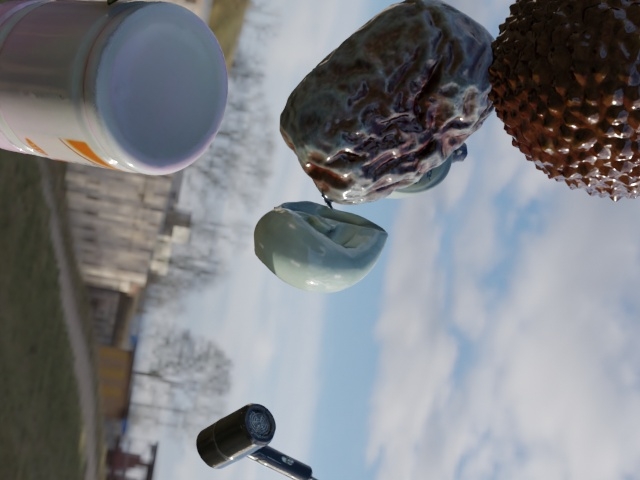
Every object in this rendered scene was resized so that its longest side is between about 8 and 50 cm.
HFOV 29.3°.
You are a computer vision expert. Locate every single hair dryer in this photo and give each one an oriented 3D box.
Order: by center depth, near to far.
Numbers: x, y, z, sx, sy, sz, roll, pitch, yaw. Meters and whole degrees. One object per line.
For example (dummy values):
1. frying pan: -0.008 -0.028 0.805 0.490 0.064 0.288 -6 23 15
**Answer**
1. hair dryer: -0.078 0.340 1.949 0.124 0.219 0.071 -31 -142 37

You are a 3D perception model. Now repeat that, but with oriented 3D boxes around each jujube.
1. jujube: 0.096 -0.188 1.684 0.317 0.226 0.226 -41 -169 0

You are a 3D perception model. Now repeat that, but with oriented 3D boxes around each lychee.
1. lychee: 0.320 -0.181 1.323 0.304 0.275 0.276 -42 144 -80

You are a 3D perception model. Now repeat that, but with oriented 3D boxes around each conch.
1. conch: -0.004 0.003 1.880 0.121 0.221 0.185 -55 -131 36

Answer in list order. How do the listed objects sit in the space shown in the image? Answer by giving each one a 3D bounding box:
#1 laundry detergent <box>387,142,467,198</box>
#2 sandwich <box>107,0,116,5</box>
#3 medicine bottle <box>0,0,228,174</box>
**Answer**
1. laundry detergent: 0.150 -0.182 2.161 0.105 0.280 0.215 -4 -91 52
2. sandwich: -0.193 -0.305 1.396 0.074 0.074 0.116 -33 -136 30
3. medicine bottle: -0.286 -0.193 1.497 0.316 0.202 0.202 12 -88 44
